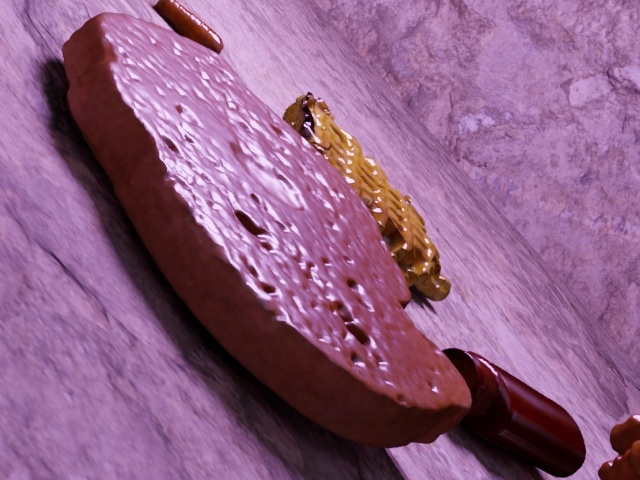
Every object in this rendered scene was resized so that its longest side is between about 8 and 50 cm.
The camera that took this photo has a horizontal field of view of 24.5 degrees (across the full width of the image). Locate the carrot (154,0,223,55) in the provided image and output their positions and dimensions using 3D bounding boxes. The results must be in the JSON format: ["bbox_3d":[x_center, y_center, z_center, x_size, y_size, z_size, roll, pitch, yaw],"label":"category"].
[{"bbox_3d":[-0.149,-0.244,1.686,0.093,0.032,0.032,42,12,-8],"label":"carrot"}]

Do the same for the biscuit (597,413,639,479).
[{"bbox_3d":[0.380,0.321,1.378,0.312,0.110,0.318,48,-12,33],"label":"biscuit"}]

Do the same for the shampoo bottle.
[{"bbox_3d":[0.186,0.171,1.495,0.260,0.064,0.102,33,20,-54],"label":"shampoo bottle"}]

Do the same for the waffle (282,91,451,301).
[{"bbox_3d":[0.043,-0.064,1.747,0.307,0.060,0.312,40,14,-45],"label":"waffle"}]

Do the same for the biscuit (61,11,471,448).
[{"bbox_3d":[-0.054,-0.020,1.174,0.350,0.078,0.455,37,18,-41],"label":"biscuit"}]
